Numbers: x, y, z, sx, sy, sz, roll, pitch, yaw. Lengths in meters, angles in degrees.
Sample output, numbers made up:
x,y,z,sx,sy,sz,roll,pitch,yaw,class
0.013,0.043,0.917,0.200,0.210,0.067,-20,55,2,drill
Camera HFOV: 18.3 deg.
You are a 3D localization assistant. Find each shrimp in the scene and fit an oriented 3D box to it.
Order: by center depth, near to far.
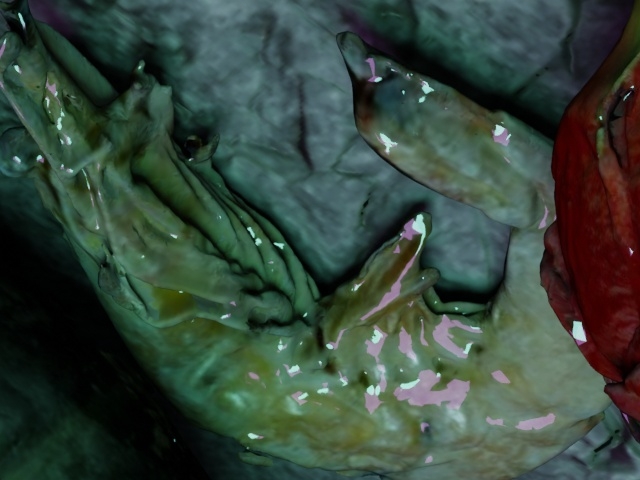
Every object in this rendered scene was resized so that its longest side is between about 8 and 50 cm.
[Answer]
x,y,z,sx,sy,sz,roll,pitch,yaw,class
0.000,0.000,0.868,0.247,0.085,0.360,-28,127,31,shrimp

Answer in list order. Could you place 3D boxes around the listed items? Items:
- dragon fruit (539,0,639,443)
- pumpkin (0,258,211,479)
x,y,z,sx,sy,sz,roll,pitch,yaw,class
0.174,-0.032,0.717,0.234,0.234,0.293,-24,93,34,dragon fruit
-0.216,0.179,0.906,0.454,0.344,0.454,37,147,29,pumpkin
